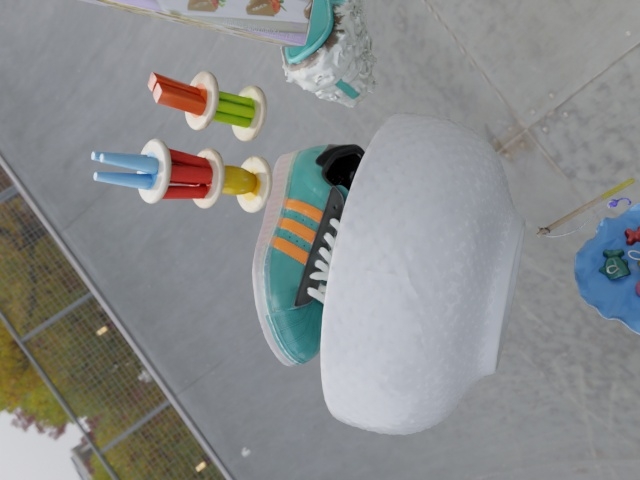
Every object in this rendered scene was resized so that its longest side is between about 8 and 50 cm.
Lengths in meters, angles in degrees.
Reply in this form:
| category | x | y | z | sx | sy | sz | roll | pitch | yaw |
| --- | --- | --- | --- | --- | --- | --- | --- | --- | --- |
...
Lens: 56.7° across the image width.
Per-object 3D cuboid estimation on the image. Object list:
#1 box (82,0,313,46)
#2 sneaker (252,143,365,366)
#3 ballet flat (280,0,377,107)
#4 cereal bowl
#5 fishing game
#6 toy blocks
| category | x | y | z | sx | sy | sz | roll | pitch | yaw |
| --- | --- | --- | --- | --- | --- | --- | --- | --- | --- |
| box | -0.166 | -0.243 | 0.545 | 0.067 | 0.324 | 0.063 | -145 | 63 | -66 |
| sneaker | 0.000 | 0.000 | 0.724 | 0.108 | 0.121 | 0.302 | 41 | -137 | -47 |
| ballet flat | 0.007 | -0.342 | 0.834 | 0.147 | 0.147 | 0.408 | 78 | -172 | -58 |
| cereal bowl | 0.127 | 0.041 | 0.618 | 0.141 | 0.339 | 0.339 | 10 | 146 | 20 |
| fishing game | 0.366 | 0.018 | 0.621 | 0.041 | 0.189 | 0.264 | 58 | -174 | -39 |
| toy blocks | -0.116 | -0.089 | 0.500 | 0.054 | 0.148 | 0.123 | -17 | 75 | 46 |
